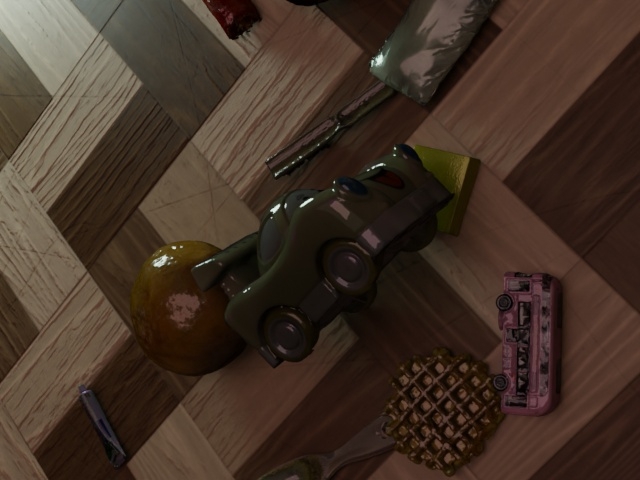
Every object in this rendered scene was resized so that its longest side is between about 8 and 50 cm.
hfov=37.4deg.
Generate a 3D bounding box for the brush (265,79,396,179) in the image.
[{"bbox_3d":[0.018,-0.183,1.557,0.248,0.036,0.043,-36,72,14],"label":"brush"}]

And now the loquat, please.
[{"bbox_3d":[-0.213,0.113,1.558,0.238,0.193,0.238,-10,72,35],"label":"loquat"}]

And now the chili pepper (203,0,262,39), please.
[{"bbox_3d":[-0.168,-0.421,1.673,0.123,0.070,0.073,53,126,22],"label":"chili pepper"}]

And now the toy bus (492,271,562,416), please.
[{"bbox_3d":[0.295,0.146,1.337,0.090,0.063,0.203,-1,86,27],"label":"toy bus"}]

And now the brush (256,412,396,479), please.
[{"bbox_3d":[-0.003,0.356,1.483,0.313,0.067,0.072,-32,68,21],"label":"brush"}]

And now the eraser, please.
[{"bbox_3d":[0.179,-0.077,1.441,0.097,0.045,0.122,16,93,31],"label":"eraser"}]

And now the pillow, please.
[{"bbox_3d":[0.177,-0.330,1.469,0.128,0.051,0.229,41,104,26],"label":"pillow"}]

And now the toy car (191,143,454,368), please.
[{"bbox_3d":[0.000,0.000,1.378,0.226,0.242,0.336,45,125,9],"label":"toy car"}]

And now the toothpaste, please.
[{"bbox_3d":[-0.403,0.338,1.737,0.045,0.028,0.170,-45,67,30],"label":"toothpaste"}]

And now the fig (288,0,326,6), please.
[{"bbox_3d":[-0.032,-0.521,1.576,0.170,0.145,0.274,-37,54,25],"label":"fig"}]

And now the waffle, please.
[{"bbox_3d":[0.178,0.248,1.397,0.191,0.038,0.191,-4,80,24],"label":"waffle"}]
